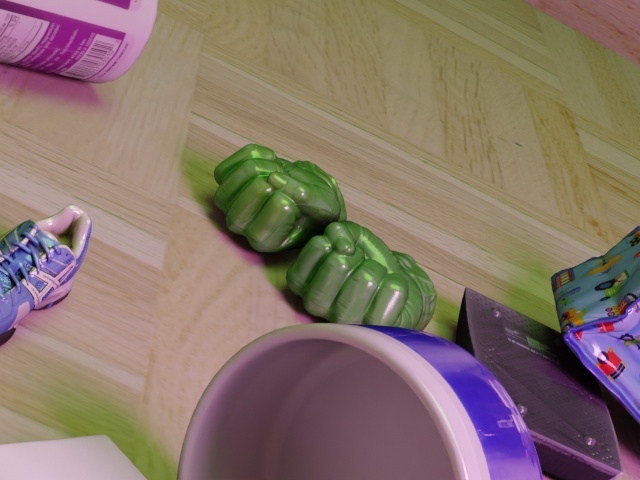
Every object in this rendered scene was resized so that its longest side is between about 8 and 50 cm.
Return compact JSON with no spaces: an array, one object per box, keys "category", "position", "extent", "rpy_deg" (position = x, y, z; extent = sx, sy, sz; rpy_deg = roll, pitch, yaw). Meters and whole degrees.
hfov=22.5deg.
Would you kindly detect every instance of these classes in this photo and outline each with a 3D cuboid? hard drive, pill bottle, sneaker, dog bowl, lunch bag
[{"category":"hard drive","position":[0.222,0.158,1.709],"extent":[0.172,0.054,0.254],"rpy_deg":[25,24,-15]},{"category":"pill bottle","position":[-0.337,-0.274,1.708],"extent":[0.302,0.169,0.169],"rpy_deg":[10,32,-41]},{"category":"sneaker","position":[-0.260,0.025,1.347],"extent":[0.080,0.081,0.211],"rpy_deg":[36,26,3]},{"category":"dog bowl","position":[0.025,0.191,1.154],"extent":[0.104,0.265,0.265],"rpy_deg":[4,37,-52]},{"category":"lunch bag","position":[0.390,0.159,1.799],"extent":[0.293,0.138,0.221],"rpy_deg":[57,12,-11]}]

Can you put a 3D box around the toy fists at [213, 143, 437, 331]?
[{"category":"toy fists","position":[0.000,0.000,1.692],"extent":[0.279,0.096,0.142],"rpy_deg":[47,29,25]}]

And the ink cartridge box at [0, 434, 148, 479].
[{"category":"ink cartridge box","position":[-0.166,0.239,1.056],"extent":[0.239,0.060,0.275],"rpy_deg":[2,32,-50]}]
